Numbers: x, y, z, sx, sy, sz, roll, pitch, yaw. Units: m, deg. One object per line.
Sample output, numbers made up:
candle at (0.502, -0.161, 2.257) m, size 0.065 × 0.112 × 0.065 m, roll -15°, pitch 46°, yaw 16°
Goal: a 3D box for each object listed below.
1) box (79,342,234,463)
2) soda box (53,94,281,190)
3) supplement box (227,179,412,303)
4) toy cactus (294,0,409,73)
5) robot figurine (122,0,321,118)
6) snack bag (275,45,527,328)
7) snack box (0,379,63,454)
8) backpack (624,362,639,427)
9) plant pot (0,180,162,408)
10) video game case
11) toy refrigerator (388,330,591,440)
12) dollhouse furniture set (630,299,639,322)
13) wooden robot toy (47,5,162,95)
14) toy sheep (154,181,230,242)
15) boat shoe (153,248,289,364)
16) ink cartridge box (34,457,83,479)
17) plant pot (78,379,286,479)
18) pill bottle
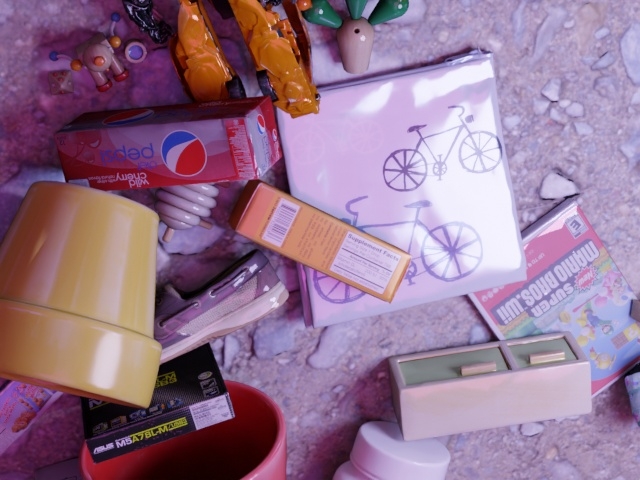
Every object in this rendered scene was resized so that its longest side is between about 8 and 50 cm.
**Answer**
box at (-0.219, 0.209, 1.722) m, size 0.191 × 0.184 × 0.045 m, roll -17°, pitch 113°, yaw -6°
soda box at (-0.188, -0.118, 1.613) m, size 0.263 × 0.092 × 0.083 m, roll -3°, pitch 111°, yaw 19°
supplement box at (0.000, 0.000, 1.718) m, size 0.233 × 0.078 × 0.080 m, roll 27°, pitch 93°, yaw -16°
toy cactus at (0.039, -0.304, 1.675) m, size 0.219 × 0.112 × 0.180 m, roll -11°, pitch 129°, yaw -12°
robot figurine at (-0.116, -0.268, 1.610) m, size 0.211 × 0.085 × 0.291 m, roll -17°, pitch 120°, yaw 10°
snack bag at (0.104, -0.069, 1.781) m, size 0.323 × 0.037 × 0.342 m, roll -13°, pitch 104°, yaw -7°
snack box at (-0.410, 0.223, 1.767) m, size 0.178 × 0.022 × 0.064 m, roll -45°, pitch 109°, yaw 3°
backpack at (0.541, 0.216, 1.913) m, size 0.182 × 0.152 × 0.115 m, roll -9°, pitch 67°, yaw -5°
plant pot at (-0.303, 0.063, 1.597) m, size 0.254 × 0.254 × 0.239 m, roll 17°, pitch 79°, yaw -18°
video game case at (0.356, 0.106, 1.909) m, size 0.204 × 0.025 × 0.285 m, roll -37°, pitch 112°, yaw 0°
toy refrigerator at (0.238, 0.201, 1.852) m, size 0.270 × 0.102 × 0.094 m, roll -7°, pitch 113°, yaw -3°
dollhouse furniture set at (0.572, 0.085, 1.866) m, size 0.182 × 0.161 × 0.101 m, roll -3°, pitch 108°, yaw -23°
wooden robot toy at (-0.265, -0.227, 1.624) m, size 0.173 × 0.079 × 0.076 m, roll -33°, pitch 112°, yaw -1°
toy sheep at (-0.173, -0.057, 1.699) m, size 0.091 × 0.091 × 0.132 m, roll 21°, pitch 88°, yaw -19°
boat shoe at (-0.186, 0.099, 1.744) m, size 0.285 × 0.103 × 0.092 m, roll -24°, pitch 97°, yaw 0°
ink cartridge box at (-0.328, 0.407, 1.748) m, size 0.087 × 0.208 × 0.153 m, roll -13°, pitch 110°, yaw -5°
plant pot at (-0.165, 0.359, 1.758) m, size 0.275 × 0.275 × 0.243 m, roll -14°, pitch 120°, yaw -8°
pill bottle at (0.077, 0.413, 1.870) m, size 0.161 × 0.161 × 0.283 m, roll 13°, pitch 104°, yaw -17°
